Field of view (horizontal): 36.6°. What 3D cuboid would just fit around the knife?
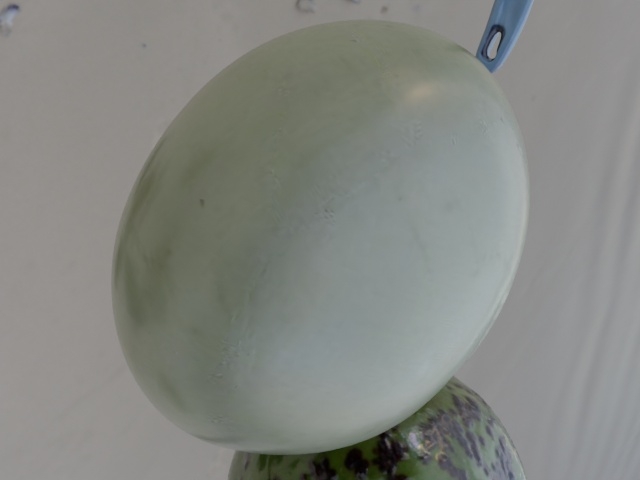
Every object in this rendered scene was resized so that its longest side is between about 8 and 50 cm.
[{"bbox_3d":[0.197,-0.276,0.789,0.019,0.044,0.313,-8,126,-47],"label":"knife"}]

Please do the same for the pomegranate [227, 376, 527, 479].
[{"bbox_3d":[0.043,0.193,0.767,0.254,0.254,0.271,-22,105,-44],"label":"pomegranate"}]

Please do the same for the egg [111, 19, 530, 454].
[{"bbox_3d":[0.000,0.000,0.560,0.269,0.219,0.219,-48,153,17],"label":"egg"}]
